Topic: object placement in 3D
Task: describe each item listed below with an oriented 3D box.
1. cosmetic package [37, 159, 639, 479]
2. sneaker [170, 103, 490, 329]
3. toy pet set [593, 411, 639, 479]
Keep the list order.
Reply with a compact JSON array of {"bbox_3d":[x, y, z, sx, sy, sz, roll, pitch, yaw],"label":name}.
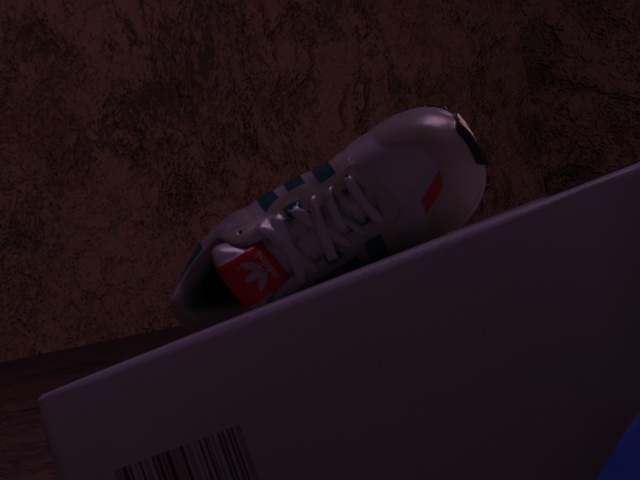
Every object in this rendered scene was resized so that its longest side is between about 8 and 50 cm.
[{"bbox_3d":[0.129,0.019,0.625,0.377,0.097,0.284,-21,-6,18],"label":"cosmetic package"},{"bbox_3d":[0.000,0.000,0.709,0.161,0.057,0.075,-25,11,43],"label":"sneaker"},{"bbox_3d":[0.072,0.077,0.441,0.122,0.065,0.114,-10,1,-21],"label":"toy pet set"}]
